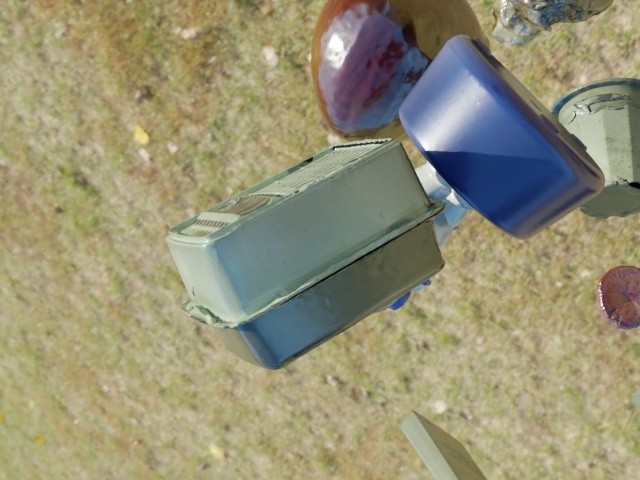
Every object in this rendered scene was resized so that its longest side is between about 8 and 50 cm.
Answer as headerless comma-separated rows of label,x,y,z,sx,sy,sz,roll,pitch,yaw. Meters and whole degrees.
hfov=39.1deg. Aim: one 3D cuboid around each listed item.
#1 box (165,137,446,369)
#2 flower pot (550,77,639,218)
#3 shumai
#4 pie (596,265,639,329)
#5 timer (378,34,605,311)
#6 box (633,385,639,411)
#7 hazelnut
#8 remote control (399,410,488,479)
box,-0.017,0.010,1.010,0.166,0.291,0.220,65,161,-12
flower pot,0.538,-0.160,1.641,0.212,0.202,0.212,-1,154,-1
shumai,0.365,-0.395,1.483,0.166,0.206,0.175,63,145,25
pie,0.708,0.130,2.083,0.154,0.154,0.036,36,168,7
timer,0.145,-0.046,1.190,0.270,0.270,0.383,44,108,-4
box,0.643,0.271,1.445,0.226,0.226,0.149,103,151,-51
hazelnut,0.158,-0.392,1.978,0.353,0.421,0.421,43,145,11
remote control,0.198,0.338,1.202,0.123,0.038,0.285,38,-172,-29
